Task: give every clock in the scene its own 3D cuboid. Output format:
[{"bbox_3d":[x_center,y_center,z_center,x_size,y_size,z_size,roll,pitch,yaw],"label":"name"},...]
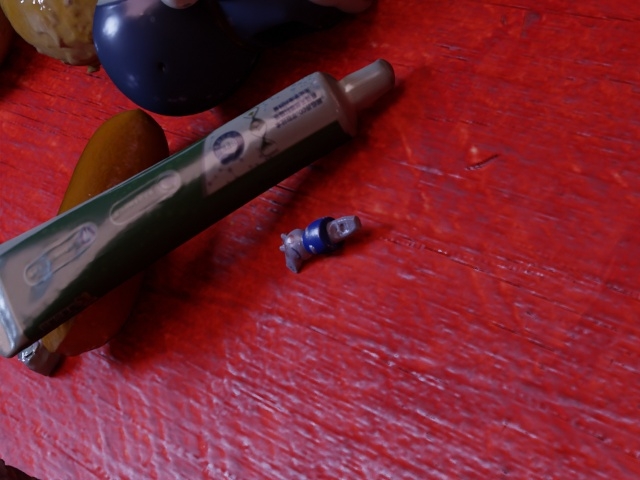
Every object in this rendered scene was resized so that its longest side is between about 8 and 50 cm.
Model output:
[{"bbox_3d":[-0.088,-0.204,1.470,0.243,0.199,0.147,-27,81,27],"label":"clock"}]

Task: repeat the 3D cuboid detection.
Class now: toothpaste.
[{"bbox_3d":[-0.109,-0.037,1.377,0.392,0.061,0.099,-31,62,5],"label":"toothpaste"}]

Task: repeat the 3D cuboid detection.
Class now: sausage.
[{"bbox_3d":[-0.187,-0.007,1.471,0.098,0.098,0.238,-16,48,39],"label":"sausage"}]

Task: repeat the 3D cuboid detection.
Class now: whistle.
[{"bbox_3d":[0.000,0.000,1.316,0.083,0.029,0.033,-23,82,41],"label":"whistle"}]

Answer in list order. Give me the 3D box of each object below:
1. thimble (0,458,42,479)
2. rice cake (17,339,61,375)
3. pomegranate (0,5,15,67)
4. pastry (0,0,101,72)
[{"bbox_3d":[-0.274,0.249,1.347,0.150,0.098,0.150,-28,44,31],"label":"thimble"},{"bbox_3d":[-0.283,0.062,1.564,0.033,0.033,0.207,-48,36,3],"label":"rice cake"},{"bbox_3d":[-0.425,-0.244,1.845,0.215,0.215,0.215,-28,43,30],"label":"pomegranate"},{"bbox_3d":[-0.211,-0.320,1.674,0.315,0.184,0.284,-16,51,39],"label":"pastry"}]
